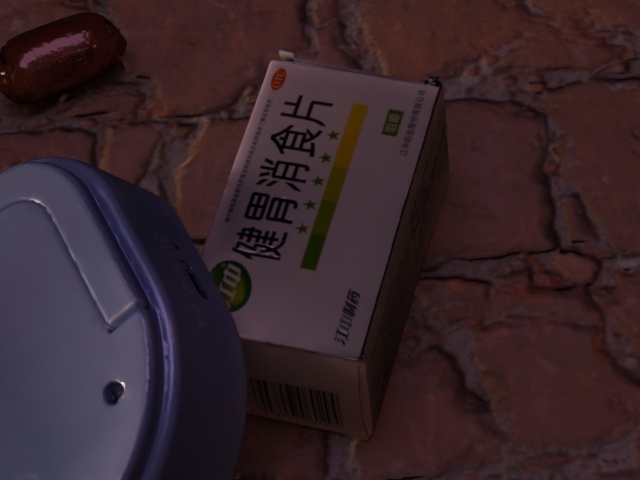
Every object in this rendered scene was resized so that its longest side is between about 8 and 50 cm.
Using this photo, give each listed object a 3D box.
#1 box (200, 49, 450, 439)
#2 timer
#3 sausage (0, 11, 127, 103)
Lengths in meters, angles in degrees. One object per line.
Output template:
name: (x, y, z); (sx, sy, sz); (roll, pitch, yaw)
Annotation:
box: (0.001, -0.002, 1.756); (0.173, 0.145, 0.332); (10, 57, 12)
timer: (-0.233, 0.156, 1.604); (0.395, 0.173, 0.394); (-7, 74, 27)
sausage: (-0.269, -0.190, 1.969); (0.141, 0.076, 0.076); (-20, 55, -7)
